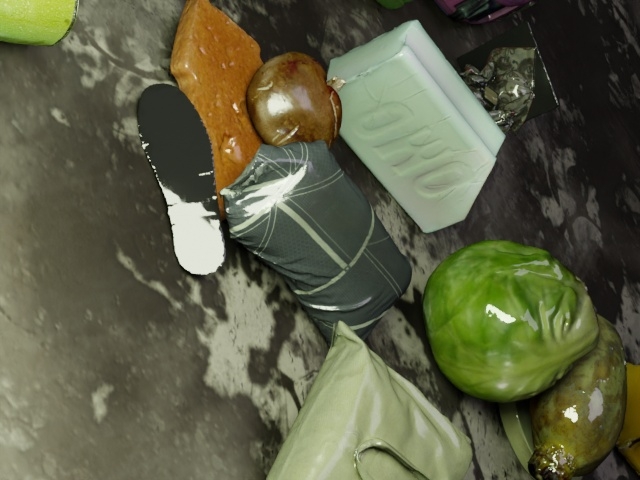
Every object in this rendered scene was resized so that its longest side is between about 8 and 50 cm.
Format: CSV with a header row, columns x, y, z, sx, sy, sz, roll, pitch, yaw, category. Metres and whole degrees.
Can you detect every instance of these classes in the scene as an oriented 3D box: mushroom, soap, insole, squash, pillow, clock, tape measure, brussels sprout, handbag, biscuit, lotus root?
x,y,z,sx,sy,sz,roll,pitch,yaw,category
-0.019,-0.172,1.669,0.170,0.080,0.135,-40,116,-51,mushroom
0.638,0.367,2.353,0.324,0.096,0.204,46,38,-29,soap
-0.154,-0.072,1.527,0.080,0.003,0.232,-12,79,-18,insole
-0.341,-0.246,1.335,0.188,0.095,0.095,-2,72,-52,squash
0.000,0.000,1.610,0.161,0.092,0.335,-54,134,-18,pillow
0.343,0.269,2.055,0.235,0.029,0.235,34,46,-43,clock
0.267,-0.491,2.306,0.245,0.149,0.231,-28,95,-58,tape measure
0.138,-0.154,1.887,0.289,0.173,0.095,48,38,-28,soap
0.259,0.108,1.858,0.244,0.244,0.244,33,45,-41,brussels sprout
0.050,0.287,1.509,0.253,0.109,0.316,42,52,-25,handbag
-0.103,-0.155,1.654,0.284,0.043,0.306,-24,93,-55,biscuit
0.370,0.234,1.954,0.173,0.173,0.309,45,40,-30,lotus root

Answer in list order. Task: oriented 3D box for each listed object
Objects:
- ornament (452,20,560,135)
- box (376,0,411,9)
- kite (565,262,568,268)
x,y,z,sx,sy,sz,roll,pitch,yaw,category
0.257,-0.244,2.161,0.196,0.153,0.166,-15,82,-48,ornament
0.134,-0.531,2.070,0.178,0.253,0.329,39,40,-56,box
0.450,0.075,2.353,0.044,0.002,0.078,5,67,-54,kite
